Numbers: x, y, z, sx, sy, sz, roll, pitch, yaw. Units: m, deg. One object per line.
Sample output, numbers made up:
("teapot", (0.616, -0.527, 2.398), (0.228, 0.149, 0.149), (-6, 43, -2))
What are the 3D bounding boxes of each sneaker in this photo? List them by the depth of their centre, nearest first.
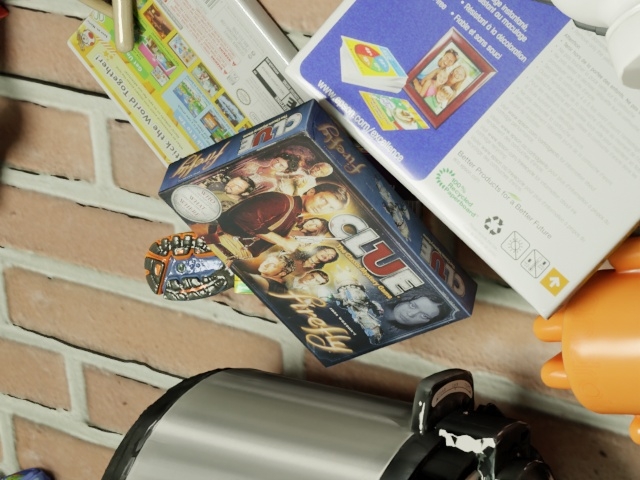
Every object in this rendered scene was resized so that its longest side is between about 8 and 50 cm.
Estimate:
("sneaker", (-0.056, 0.011, 1.742), (0.221, 0.087, 0.083), (0, 101, 17))

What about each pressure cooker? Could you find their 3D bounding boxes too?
("pressure cooker", (0.037, 0.315, 1.651), (0.420, 0.375, 0.370), (11, 144, 30))

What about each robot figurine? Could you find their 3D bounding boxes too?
("robot figurine", (0.290, 0.086, 1.507), (0.219, 0.158, 0.128), (-4, 155, 36))

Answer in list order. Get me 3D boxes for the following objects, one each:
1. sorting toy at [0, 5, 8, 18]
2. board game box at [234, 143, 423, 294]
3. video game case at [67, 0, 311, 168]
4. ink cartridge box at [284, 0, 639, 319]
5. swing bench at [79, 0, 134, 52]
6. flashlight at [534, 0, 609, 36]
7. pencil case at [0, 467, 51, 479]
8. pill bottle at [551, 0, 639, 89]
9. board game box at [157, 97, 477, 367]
("sorting toy", (-0.424, -0.298, 1.825), (0.255, 0.089, 0.257), (20, 123, 25))
("board game box", (0.008, -0.017, 1.648), (0.170, 0.048, 0.141), (3, 105, 11))
("video game case", (-0.118, -0.163, 1.727), (0.227, 0.026, 0.206), (51, 131, 1))
("ink cartridge box", (0.180, -0.149, 1.471), (0.303, 0.072, 0.307), (44, 100, 9))
("swing bench", (-0.283, -0.288, 1.608), (0.165, 0.253, 0.254), (30, 121, 28))
("flashlight", (0.138, -0.243, 1.398), (0.304, 0.103, 0.103), (15, 133, 10))
("pencil case", (-0.311, 0.410, 2.092), (0.133, 0.119, 0.306), (-28, 96, 16))
("pill bottle", (0.220, -0.278, 1.264), (0.181, 0.181, 0.323), (-29, 70, 41))
("board game box", (0.000, 0.000, 1.556), (0.165, 0.042, 0.243), (-22, 125, 33))
